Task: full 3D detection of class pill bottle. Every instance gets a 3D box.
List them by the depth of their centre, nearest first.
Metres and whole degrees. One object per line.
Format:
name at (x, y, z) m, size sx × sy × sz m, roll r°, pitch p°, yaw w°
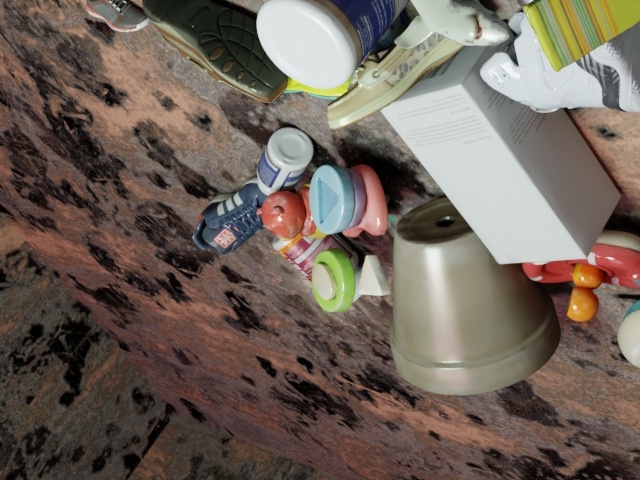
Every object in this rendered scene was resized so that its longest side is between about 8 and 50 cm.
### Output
pill bottle at (0.040, -0.349, 1.294) m, size 0.153 × 0.265 × 0.153 m, roll 26°, pitch 150°, yaw 16°
pill bottle at (-0.079, -0.155, 1.919) m, size 0.094 × 0.094 × 0.169 m, roll 36°, pitch 153°, yaw 0°
pill bottle at (0.008, 0.040, 2.100) m, size 0.221 × 0.121 × 0.121 m, roll 43°, pitch 152°, yaw -13°

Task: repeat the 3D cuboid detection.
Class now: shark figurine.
shark figurine at (0.152, -0.369, 1.221) m, size 0.166 × 0.116 × 0.278 m, roll -21°, pitch 94°, yaw 54°

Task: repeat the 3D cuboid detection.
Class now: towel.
towel at (0.359, -0.299, 1.094) m, size 0.102 × 0.237 × 0.021 m, roll 54°, pitch -172°, yaw -36°

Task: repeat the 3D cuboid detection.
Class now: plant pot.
plant pot at (0.260, 0.079, 1.729) m, size 0.323 × 0.323 × 0.280 m, roll 7°, pitch 125°, yaw 43°

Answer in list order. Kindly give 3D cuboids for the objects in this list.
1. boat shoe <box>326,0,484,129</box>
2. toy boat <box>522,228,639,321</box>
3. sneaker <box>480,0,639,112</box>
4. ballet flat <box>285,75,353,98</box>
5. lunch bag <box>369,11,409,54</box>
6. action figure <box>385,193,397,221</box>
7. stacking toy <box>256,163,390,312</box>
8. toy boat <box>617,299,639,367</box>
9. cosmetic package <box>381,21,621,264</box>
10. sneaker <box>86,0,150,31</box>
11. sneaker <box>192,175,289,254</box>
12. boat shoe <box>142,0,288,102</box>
boat shoe at (0.114, -0.272, 1.372) m, size 0.089 × 0.285 × 0.104 m, roll 51°, pitch -175°, yaw -14°
toy boat at (0.450, 0.064, 1.576) m, size 0.231 × 0.151 × 0.151 m, roll 9°, pitch 165°, yaw 42°
sneaker at (0.288, -0.302, 1.222) m, size 0.210 × 0.137 × 0.366 m, roll -4°, pitch 136°, yaw 48°
ballet flat at (-0.017, -0.298, 1.655) m, size 0.231 × 0.077 × 0.077 m, roll 13°, pitch 126°, yaw 40°
lunch bag at (0.041, -0.323, 1.451) m, size 0.129 × 0.151 × 0.096 m, roll 5°, pitch 133°, yaw 46°
action figure at (0.044, -0.072, 1.946) m, size 0.137 × 0.063 × 0.232 m, roll 45°, pitch 147°, yaw -22°
stacking toy at (0.000, 0.000, 1.811) m, size 0.309 × 0.130 × 0.279 m, roll -22°, pitch 75°, yaw 59°
toy boat at (0.630, 0.106, 1.486) m, size 0.267 × 0.148 × 0.318 m, roll 4°, pitch 149°, yaw 4°
cosmetic package at (0.285, -0.138, 1.468) m, size 0.197 × 0.155 × 0.365 m, roll -4°, pitch 134°, yaw 52°
sneaker at (-0.410, -0.465, 1.846) m, size 0.158 × 0.061 × 0.065 m, roll 24°, pitch 144°, yaw 21°
sneaker at (-0.186, -0.043, 2.159) m, size 0.131 × 0.148 × 0.350 m, roll 44°, pitch 151°, yaw -16°
boat shoe at (-0.186, -0.357, 1.701) m, size 0.324 × 0.122 × 0.120 m, roll 41°, pitch 164°, yaw 18°
